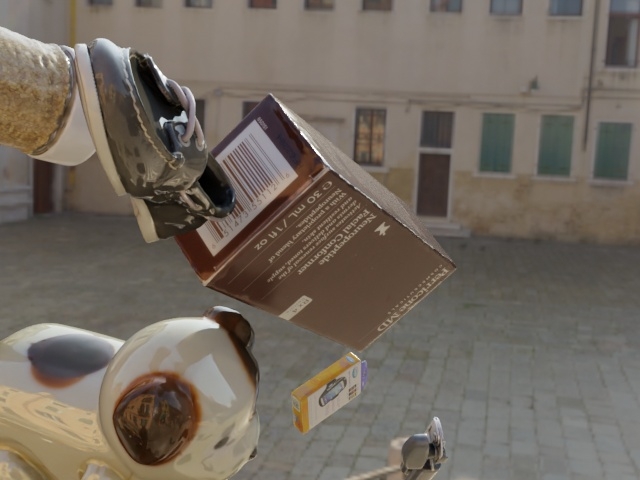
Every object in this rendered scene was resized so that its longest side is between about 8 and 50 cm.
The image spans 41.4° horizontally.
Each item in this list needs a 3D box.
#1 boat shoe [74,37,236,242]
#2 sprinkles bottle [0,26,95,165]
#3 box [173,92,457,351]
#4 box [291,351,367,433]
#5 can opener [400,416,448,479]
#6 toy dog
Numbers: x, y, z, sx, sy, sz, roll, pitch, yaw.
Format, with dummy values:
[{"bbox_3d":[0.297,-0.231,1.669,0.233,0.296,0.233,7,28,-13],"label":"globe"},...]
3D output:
[{"bbox_3d":[-0.123,-0.079,0.689,0.095,0.112,0.335,-15,-11,-7],"label":"boat shoe"},{"bbox_3d":[-0.371,-0.165,0.786,0.121,0.121,0.355,9,-3,43],"label":"sprinkles bottle"},{"bbox_3d":[0.000,0.000,1.049,0.143,0.191,0.381,54,13,31],"label":"box"},{"bbox_3d":[0.016,0.230,1.301,0.136,0.081,0.028,-32,49,-30],"label":"box"},{"bbox_3d":[0.187,0.431,1.680,0.095,0.076,0.283,-2,-31,-10],"label":"can opener"},{"bbox_3d":[-0.250,0.213,1.104,0.408,0.395,0.284,-14,11,33],"label":"toy dog"}]
